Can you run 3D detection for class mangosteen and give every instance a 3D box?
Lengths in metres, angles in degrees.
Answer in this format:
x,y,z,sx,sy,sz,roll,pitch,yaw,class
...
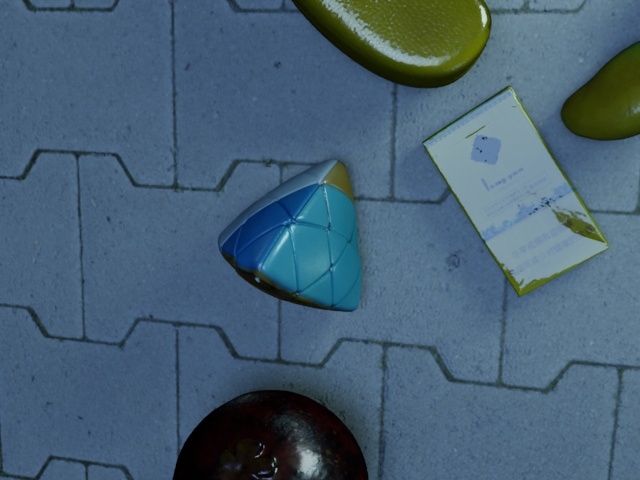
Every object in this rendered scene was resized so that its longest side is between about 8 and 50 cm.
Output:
x,y,z,sx,sy,sz,roll,pitch,yaw,class
-0.070,0.398,1.241,0.306,0.359,0.306,-5,65,11,mangosteen

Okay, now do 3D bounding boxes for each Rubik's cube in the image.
x,y,z,sx,sy,sz,roll,pitch,yaw,class
0.000,0.000,1.197,0.254,0.254,0.255,3,101,13,Rubik's cube

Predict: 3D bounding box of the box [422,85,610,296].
x,y,z,sx,sy,sz,roll,pitch,yaw,class
0.288,-0.070,1.160,0.153,0.041,0.279,-32,91,18,box

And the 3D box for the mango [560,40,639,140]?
x,y,z,sx,sy,sz,roll,pitch,yaw,class
0.427,-0.200,1.067,0.191,0.085,0.122,-42,47,24,mango

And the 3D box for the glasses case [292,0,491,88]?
x,y,z,sx,sy,sz,roll,pitch,yaw,class
0.064,-0.356,1.109,0.371,0.141,0.173,43,93,3,glasses case
